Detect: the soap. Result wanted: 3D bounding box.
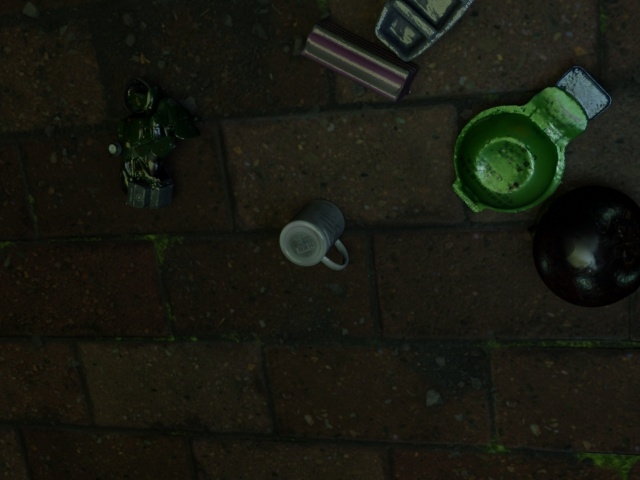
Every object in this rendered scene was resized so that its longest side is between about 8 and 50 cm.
[{"bbox_3d":[0.074,-0.331,1.420,0.203,0.122,0.066,28,113,7],"label":"soap"}]

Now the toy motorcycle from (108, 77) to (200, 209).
[{"bbox_3d":[-0.342,-0.188,1.603,0.187,0.124,0.275,20,115,20],"label":"toy motorcycle"}]

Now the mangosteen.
[{"bbox_3d":[0.473,0.016,1.379,0.216,0.216,0.216,5,109,16],"label":"mangosteen"}]

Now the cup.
[{"bbox_3d":[0.001,-0.010,1.543,0.136,0.133,0.099,22,116,10],"label":"cup"}]

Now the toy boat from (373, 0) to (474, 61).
[{"bbox_3d":[0.215,-0.450,1.360,0.127,0.078,0.283,44,114,1],"label":"toy boat"}]

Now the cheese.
[{"bbox_3d":[0.374,-0.174,1.399,0.204,0.083,0.320,46,117,1],"label":"cheese"}]
